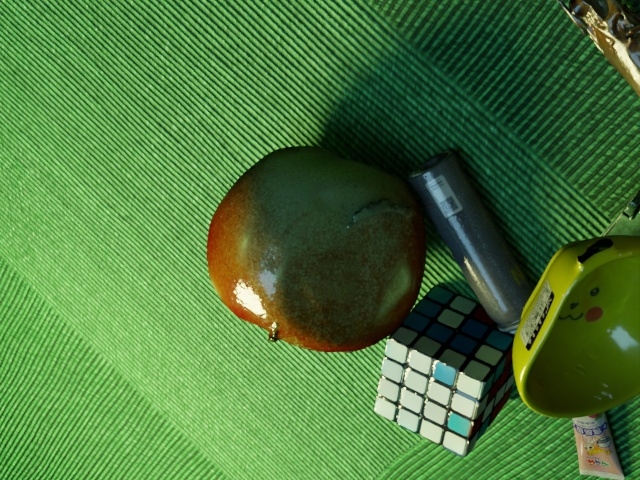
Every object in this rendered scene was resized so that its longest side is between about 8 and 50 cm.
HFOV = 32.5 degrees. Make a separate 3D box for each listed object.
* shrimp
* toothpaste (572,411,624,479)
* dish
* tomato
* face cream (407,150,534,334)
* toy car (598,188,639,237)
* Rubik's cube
[{"bbox_3d":[0.391,-0.221,1.216,0.287,0.063,0.152,43,132,0],"label":"shrimp"},{"bbox_3d":[0.383,0.265,1.558,0.067,0.043,0.194,1,124,33],"label":"toothpaste"},{"bbox_3d":[0.319,0.080,1.299,0.108,0.221,0.262,-124,38,-47],"label":"dish"},{"bbox_3d":[0.000,0.000,1.488,0.303,0.303,0.239,28,115,18],"label":"tomato"},{"bbox_3d":[0.217,0.014,1.486,0.073,0.073,0.283,-22,104,42],"label":"face cream"},{"bbox_3d":[0.386,0.018,1.367,0.090,0.076,0.224,38,130,9],"label":"toy car"},{"bbox_3d":[0.184,0.185,1.570,0.154,0.151,0.155,24,130,23],"label":"Rubik's cube"}]
